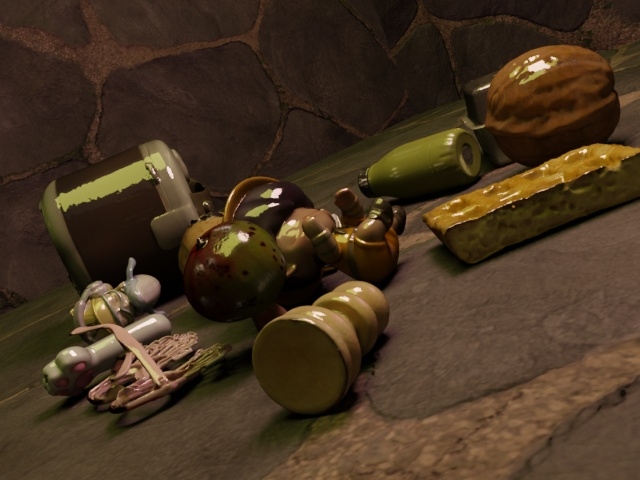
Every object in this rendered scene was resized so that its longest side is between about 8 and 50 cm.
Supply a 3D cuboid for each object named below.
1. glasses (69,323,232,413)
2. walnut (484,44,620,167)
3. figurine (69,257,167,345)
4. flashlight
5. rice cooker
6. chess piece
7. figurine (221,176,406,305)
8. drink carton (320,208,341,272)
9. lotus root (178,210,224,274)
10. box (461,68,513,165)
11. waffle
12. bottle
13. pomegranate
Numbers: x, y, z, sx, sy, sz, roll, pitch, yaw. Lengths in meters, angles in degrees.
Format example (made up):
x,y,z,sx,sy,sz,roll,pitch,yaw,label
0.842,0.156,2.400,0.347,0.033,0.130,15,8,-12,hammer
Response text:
x,y,z,sx,sy,sz,roll,pitch,yaw,label
-0.217,0.141,0.834,0.162,0.096,0.255,-20,10,-32,glasses
0.374,-0.217,1.069,0.213,0.213,0.213,-22,11,4,walnut
-0.366,0.122,1.166,0.208,0.128,0.183,-24,10,43,figurine
-0.306,0.167,0.961,0.200,0.047,0.093,-25,-30,-39,flashlight
-0.388,-0.033,1.411,0.325,0.335,0.335,-25,11,-10,rice cooker
0.018,0.091,0.631,0.094,0.094,0.170,-17,5,30,chess piece
-0.019,0.006,0.907,0.256,0.167,0.192,10,21,26,figurine
0.000,0.000,1.110,0.084,0.075,0.200,-20,10,13,drink carton
-0.169,0.031,1.101,0.140,0.155,0.257,-19,13,-9,lotus root
0.409,-0.274,1.359,0.220,0.166,0.290,-20,12,12,box
0.275,-0.053,0.845,0.274,0.057,0.168,-22,10,2,waffle
0.188,-0.142,1.312,0.260,0.112,0.112,-12,15,45,bottle
-0.098,0.054,0.792,0.129,0.159,0.129,-9,37,7,pomegranate
